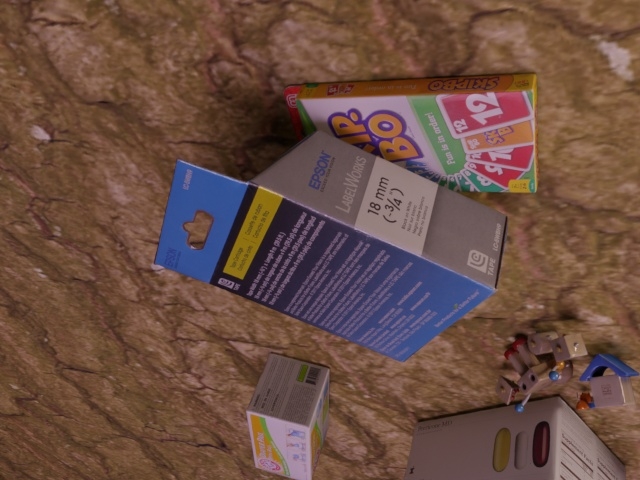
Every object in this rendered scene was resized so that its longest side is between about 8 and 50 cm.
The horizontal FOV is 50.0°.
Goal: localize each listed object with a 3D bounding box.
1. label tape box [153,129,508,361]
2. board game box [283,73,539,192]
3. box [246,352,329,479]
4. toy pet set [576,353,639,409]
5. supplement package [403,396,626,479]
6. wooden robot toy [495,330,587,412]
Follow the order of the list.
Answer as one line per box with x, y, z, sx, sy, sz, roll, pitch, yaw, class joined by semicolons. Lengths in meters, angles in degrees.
0.000;0.000;0.770;0.333;0.106;0.241;23;148;-7;label tape box
0.089;-0.107;0.713;0.259;0.039;0.124;4;136;23;board game box
-0.049;0.299;1.138;0.103;0.114;0.203;12;139;11;box
0.379;0.181;0.889;0.122;0.065;0.114;-20;159;41;toy pet set
0.291;0.371;1.043;0.261;0.145;0.204;-25;122;39;supplement package
0.298;0.159;0.898;0.079;0.076;0.173;-6;144;-23;wooden robot toy
